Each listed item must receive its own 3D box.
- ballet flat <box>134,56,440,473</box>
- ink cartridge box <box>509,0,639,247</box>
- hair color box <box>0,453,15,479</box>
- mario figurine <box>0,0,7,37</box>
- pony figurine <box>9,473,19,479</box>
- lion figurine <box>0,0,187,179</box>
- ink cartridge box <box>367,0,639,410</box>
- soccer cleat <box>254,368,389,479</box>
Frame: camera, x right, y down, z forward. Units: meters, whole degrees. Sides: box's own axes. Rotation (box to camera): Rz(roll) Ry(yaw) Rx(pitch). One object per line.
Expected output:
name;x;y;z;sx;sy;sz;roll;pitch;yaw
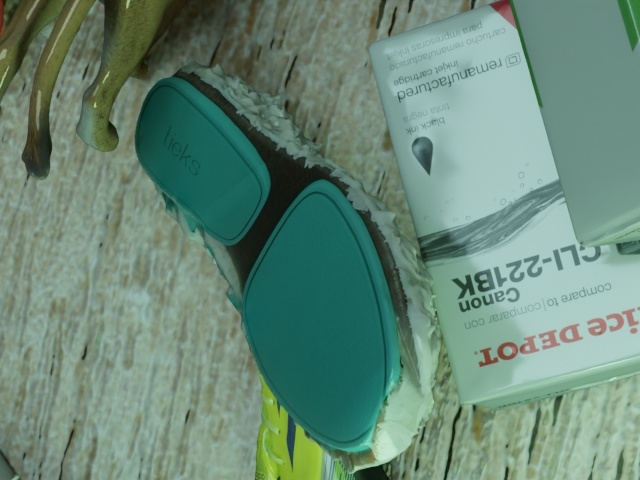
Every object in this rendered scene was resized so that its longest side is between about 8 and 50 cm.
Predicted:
ballet flat;0.000;0.000;1.032;0.147;0.147;0.409;-44;44;8
ink cartridge box;0.279;-0.121;0.953;0.278;0.117;0.201;-9;78;-27
hair color box;-0.400;0.113;1.190;0.114;0.185;0.374;-41;73;9
mario figurine;-0.311;-0.277;1.265;0.198;0.170;0.320;-25;61;50
pony figurine;-0.228;0.365;1.030;0.364;0.303;0.350;-19;77;6
lion figurine;-0.136;-0.211;1.088;0.142;0.392;0.240;27;114;-17
ink cartridge box;0.168;-0.032;1.061;0.197;0.114;0.272;-17;80;15
soccer cleat;-0.013;0.147;1.112;0.121;0.093;0.289;-23;76;21
